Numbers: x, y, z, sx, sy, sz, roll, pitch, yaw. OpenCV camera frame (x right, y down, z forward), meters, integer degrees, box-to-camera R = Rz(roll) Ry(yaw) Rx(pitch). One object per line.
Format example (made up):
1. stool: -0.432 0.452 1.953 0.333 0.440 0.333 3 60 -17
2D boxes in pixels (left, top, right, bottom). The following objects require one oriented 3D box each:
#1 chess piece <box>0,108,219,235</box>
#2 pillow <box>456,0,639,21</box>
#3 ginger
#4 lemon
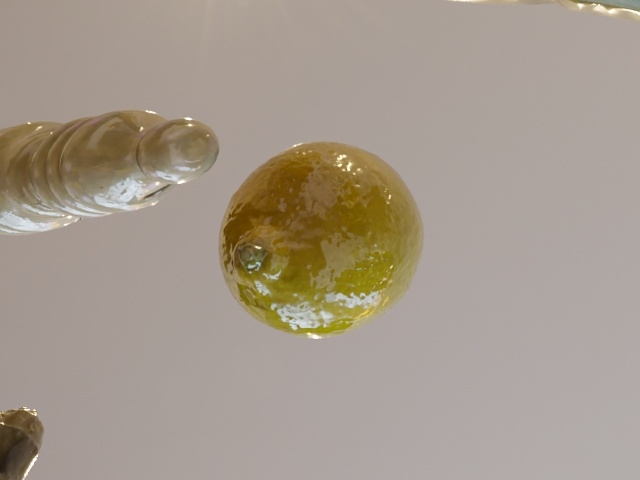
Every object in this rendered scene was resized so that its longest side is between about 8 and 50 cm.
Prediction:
1. chess piece: -0.208 -0.067 0.966 0.307 0.139 0.124 -3 -110 50
2. pillow: 0.211 -0.266 0.750 0.312 0.119 0.310 19 -116 36
3. ginger: -0.291 0.224 0.898 0.069 0.095 0.190 -28 -141 43
4. lemon: 0.000 0.000 1.005 0.187 0.244 0.186 13 -66 30
